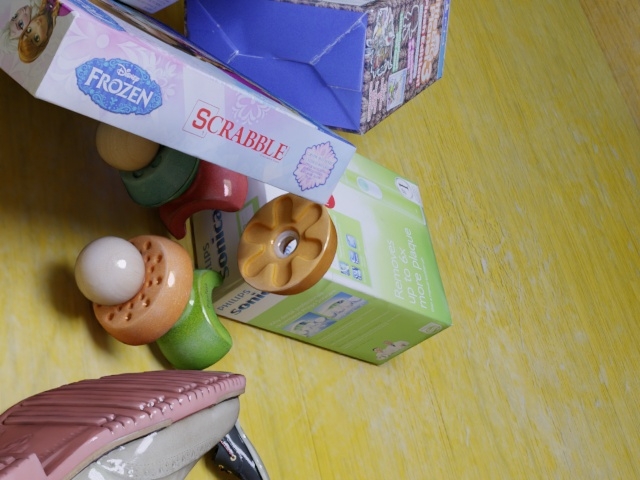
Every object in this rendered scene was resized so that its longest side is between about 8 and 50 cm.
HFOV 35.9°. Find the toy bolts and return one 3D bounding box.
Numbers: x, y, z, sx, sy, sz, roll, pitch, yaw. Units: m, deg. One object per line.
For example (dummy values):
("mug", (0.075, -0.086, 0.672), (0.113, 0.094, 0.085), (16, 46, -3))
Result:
("toy bolts", (-0.121, -0.031, 0.907), (0.158, 0.218, 0.228), (39, 27, -48))

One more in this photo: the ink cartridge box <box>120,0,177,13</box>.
("ink cartridge box", (-0.223, -0.349, 0.868), (0.261, 0.066, 0.296), (66, 10, -1))

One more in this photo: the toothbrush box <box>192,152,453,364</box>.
("toothbrush box", (0.000, 0.000, 1.114), (0.283, 0.122, 0.206), (22, 46, -40))

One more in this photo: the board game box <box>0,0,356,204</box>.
("board game box", (-0.174, -0.161, 0.840), (0.319, 0.066, 0.318), (36, 11, 36))

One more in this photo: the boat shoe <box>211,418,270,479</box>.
("boat shoe", (-0.081, 0.194, 0.913), (0.133, 0.042, 0.049), (61, -9, 2))

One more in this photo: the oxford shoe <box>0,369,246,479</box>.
("oxford shoe", (-0.183, 0.195, 0.729), (0.397, 0.140, 0.146), (-20, 104, -57))

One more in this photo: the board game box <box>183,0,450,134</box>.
("board game box", (0.005, -0.252, 1.210), (0.291, 0.232, 0.141), (-41, 139, -57))
